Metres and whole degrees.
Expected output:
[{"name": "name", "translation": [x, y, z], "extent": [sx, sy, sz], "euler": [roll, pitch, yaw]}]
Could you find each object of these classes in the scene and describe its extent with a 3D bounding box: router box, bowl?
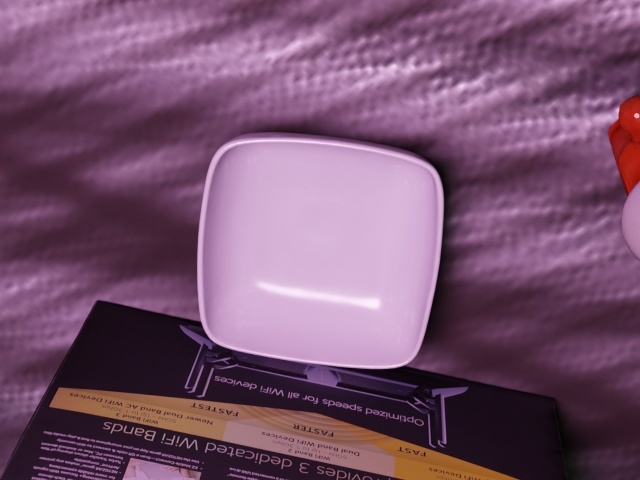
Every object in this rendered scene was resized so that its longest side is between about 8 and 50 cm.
[{"name": "router box", "translation": [-0.013, 0.149, 0.721], "extent": [0.309, 0.243, 0.081], "euler": [12, 113, 0]}, {"name": "bowl", "translation": [0.000, 0.000, 0.759], "extent": [0.142, 0.053, 0.142], "euler": [7, 114, 2]}]

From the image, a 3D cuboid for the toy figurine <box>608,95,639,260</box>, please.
[{"name": "toy figurine", "translation": [0.272, -0.059, 0.660], "extent": [0.209, 0.148, 0.213], "euler": [23, 112, -5]}]
